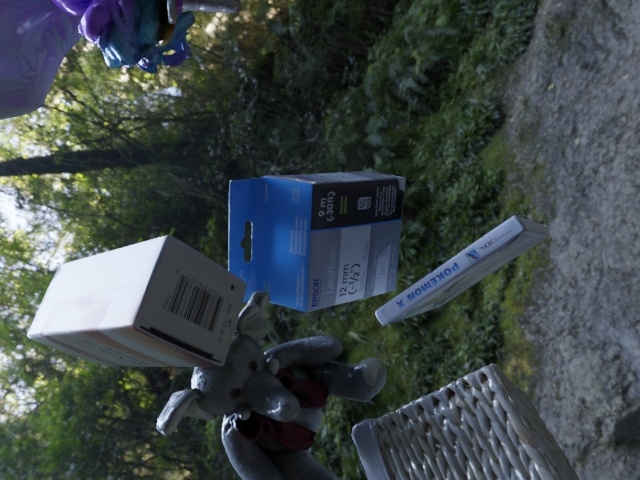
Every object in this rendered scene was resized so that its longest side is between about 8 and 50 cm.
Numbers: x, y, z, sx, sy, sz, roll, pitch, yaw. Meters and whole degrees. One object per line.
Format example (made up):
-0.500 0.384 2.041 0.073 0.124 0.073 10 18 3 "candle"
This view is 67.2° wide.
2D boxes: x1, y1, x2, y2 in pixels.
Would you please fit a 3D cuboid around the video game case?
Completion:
0.293 0.060 0.949 0.300 0.036 0.329 -40 -21 25 "video game case"

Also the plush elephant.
-0.087 0.238 0.752 0.271 0.330 0.255 -61 -28 -17 "plush elephant"

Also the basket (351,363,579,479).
0.272 0.414 0.781 0.266 0.331 0.328 -35 -37 13 "basket"

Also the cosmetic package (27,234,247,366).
-0.270 0.102 0.700 0.153 0.296 0.129 38 -127 -39 "cosmetic package"

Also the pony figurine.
-0.235 -0.267 0.428 0.363 0.351 0.302 -94 12 -52 "pony figurine"

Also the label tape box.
0.000 0.000 0.939 0.348 0.115 0.249 -9 -70 -37 "label tape box"
